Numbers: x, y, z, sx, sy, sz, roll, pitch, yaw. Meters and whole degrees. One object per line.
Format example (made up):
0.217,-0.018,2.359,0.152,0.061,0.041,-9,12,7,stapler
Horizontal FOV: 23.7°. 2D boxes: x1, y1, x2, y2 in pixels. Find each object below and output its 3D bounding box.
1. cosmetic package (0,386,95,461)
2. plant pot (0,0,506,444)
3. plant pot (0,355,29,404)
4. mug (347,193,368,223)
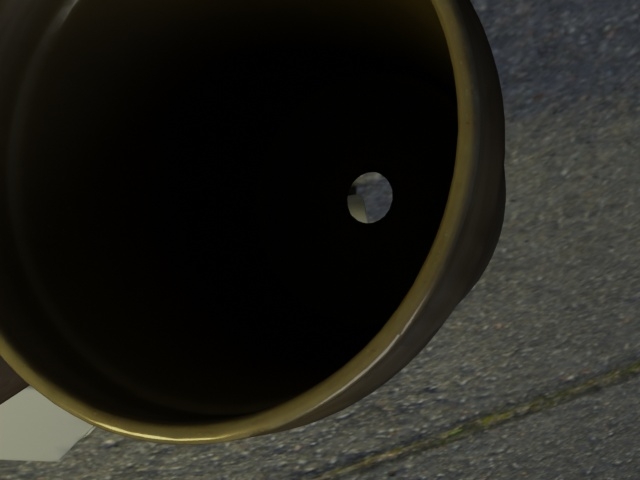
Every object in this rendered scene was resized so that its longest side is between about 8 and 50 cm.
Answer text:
-0.284,0.108,1.189,0.231,0.085,0.117,9,140,-41,cosmetic package
-0.019,-0.040,0.926,0.323,0.323,0.280,-30,164,17,plant pot
-0.283,0.040,0.952,0.229,0.263,0.263,-10,152,-48,plant pot
0.001,0.001,1.197,0.064,0.062,0.078,-4,140,-10,mug
